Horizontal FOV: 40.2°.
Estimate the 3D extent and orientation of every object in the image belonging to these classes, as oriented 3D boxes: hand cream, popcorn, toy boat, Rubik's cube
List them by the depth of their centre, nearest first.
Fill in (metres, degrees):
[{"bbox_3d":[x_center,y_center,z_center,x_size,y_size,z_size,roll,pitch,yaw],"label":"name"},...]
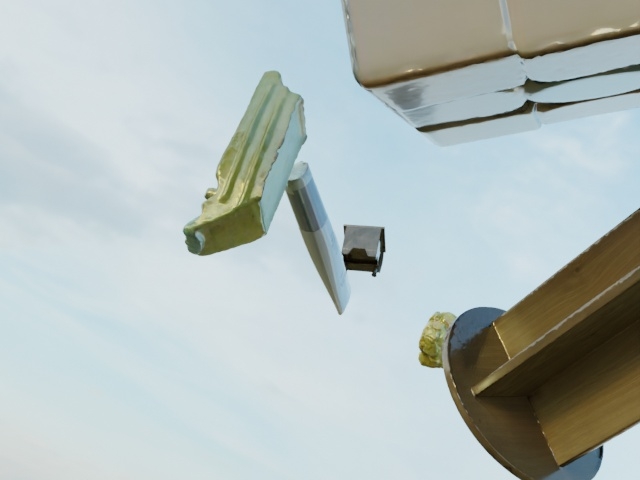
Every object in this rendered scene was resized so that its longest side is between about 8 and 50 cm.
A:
[{"bbox_3d":[0.203,-0.289,0.717,0.347,0.346,0.344,-8,-5,16],"label":"Rubik's cube"},{"bbox_3d":[-0.084,-0.095,1.152,0.084,0.276,0.111,16,-29,15],"label":"toy boat"},{"bbox_3d":[0.000,0.000,1.336,0.048,0.079,0.255,-8,-57,23],"label":"hand cream"},{"bbox_3d":[0.230,0.190,1.670,0.097,0.109,0.089,5,-4,-37],"label":"popcorn"}]

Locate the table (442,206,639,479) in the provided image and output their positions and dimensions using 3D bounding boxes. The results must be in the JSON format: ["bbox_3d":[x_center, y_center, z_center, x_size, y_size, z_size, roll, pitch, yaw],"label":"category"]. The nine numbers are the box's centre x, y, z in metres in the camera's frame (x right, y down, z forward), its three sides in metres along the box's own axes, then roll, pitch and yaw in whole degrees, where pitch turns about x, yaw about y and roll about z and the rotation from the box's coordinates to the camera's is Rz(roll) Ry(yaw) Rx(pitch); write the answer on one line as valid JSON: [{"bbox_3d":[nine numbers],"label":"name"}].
[{"bbox_3d":[0.226,0.063,0.651,0.167,0.167,0.226,30,-51,-17],"label":"table"}]

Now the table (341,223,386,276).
[{"bbox_3d":[0.082,0.023,1.728,0.083,0.082,0.070,5,-44,11],"label":"table"}]
